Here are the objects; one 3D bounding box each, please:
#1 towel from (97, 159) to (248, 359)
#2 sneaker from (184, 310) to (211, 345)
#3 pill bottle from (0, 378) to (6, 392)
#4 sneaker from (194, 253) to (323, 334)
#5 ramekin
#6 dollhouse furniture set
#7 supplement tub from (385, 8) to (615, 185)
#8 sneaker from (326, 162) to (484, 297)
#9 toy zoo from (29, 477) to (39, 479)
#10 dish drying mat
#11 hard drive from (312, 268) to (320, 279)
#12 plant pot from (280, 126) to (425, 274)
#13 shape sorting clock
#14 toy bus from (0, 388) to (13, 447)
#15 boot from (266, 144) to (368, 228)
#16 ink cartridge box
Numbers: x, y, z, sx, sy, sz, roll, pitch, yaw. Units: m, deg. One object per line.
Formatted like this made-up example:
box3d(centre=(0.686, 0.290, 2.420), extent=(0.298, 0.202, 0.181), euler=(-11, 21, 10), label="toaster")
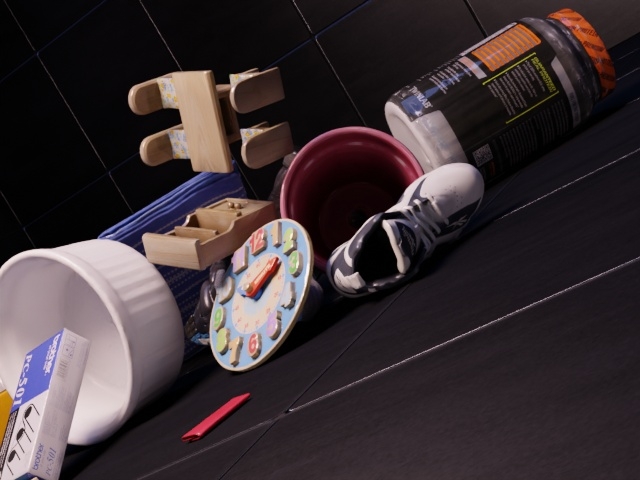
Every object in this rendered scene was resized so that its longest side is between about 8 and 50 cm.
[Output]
box3d(centre=(-0.191, 0.047, 1.780), extent=(0.243, 0.336, 0.040), euler=(-32, 48, -13), label="towel")
box3d(centre=(-0.128, 0.117, 1.813), extent=(0.191, 0.071, 0.083), euler=(-23, -4, -17), label="sneaker")
box3d(centre=(-0.506, 0.230, 2.284), extent=(0.318, 0.176, 0.176), euler=(-30, 4, 10), label="pill bottle")
box3d(centre=(-0.093, 0.091, 1.600), extent=(0.153, 0.101, 0.268), euler=(-64, 31, 10), label="sneaker")
box3d(centre=(-0.320, 0.131, 1.579), extent=(0.277, 0.277, 0.135), euler=(-27, -2, 37), label="ramekin")
box3d(centre=(-0.164, -0.103, 1.532), extent=(0.212, 0.242, 0.161), euler=(6, 24, 42), label="dollhouse furniture set")
box3d(centre=(0.293, -0.224, 1.848), extent=(0.338, 0.207, 0.207), euler=(-30, 4, -6), label="supplement tub")
box3d(centre=(0.115, -0.011, 1.384), extent=(0.235, 0.094, 0.153), euler=(-31, 6, -4), label="sneaker")
box3d(centre=(-0.473, 0.377, 1.319), extent=(0.293, 0.030, 0.192), euler=(-28, 5, 27), label="toy zoo")
box3d(centre=(-0.108, 0.186, 1.193), extent=(0.032, 0.008, 0.083), euler=(-25, 6, 44), label="dish drying mat")
box3d(centre=(-0.044, 0.069, 2.000), extent=(0.094, 0.022, 0.135), euler=(-30, 4, 10), label="hard drive")
box3d(centre=(0.051, -0.038, 1.564), extent=(0.201, 0.201, 0.180), euler=(-31, -10, -1), label="plant pot")
box3d(centre=(-0.079, 0.067, 1.443), extent=(0.206, 0.040, 0.206), euler=(-39, 35, 34), label="shape sorting clock")
box3d(centre=(-0.474, 0.275, 1.989), extent=(0.333, 0.108, 0.130), euler=(-30, 4, 3), label="toy bus")
box3d(centre=(0.000, 0.000, 1.733), extent=(0.229, 0.263, 0.091), euler=(-62, 2, 15), label="boot")
box3d(centre=(-0.352, 0.220, 1.432), extent=(0.097, 0.046, 0.207), euler=(-32, 38, 37), label="ink cartridge box")
